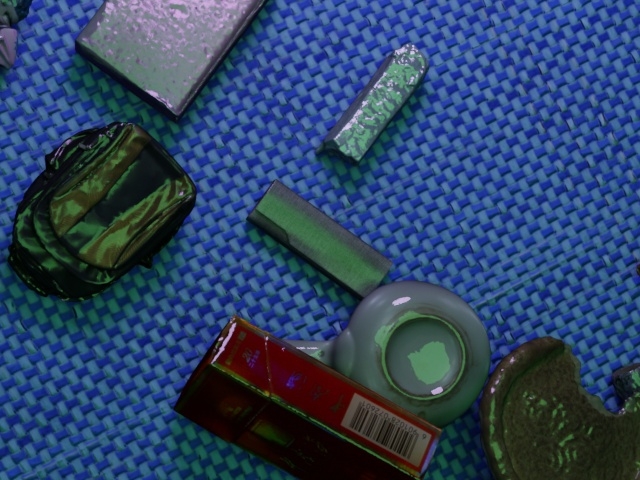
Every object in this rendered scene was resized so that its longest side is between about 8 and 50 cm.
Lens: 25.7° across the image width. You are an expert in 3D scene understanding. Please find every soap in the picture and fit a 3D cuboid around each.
[{"bbox_3d":[-0.196,-0.314,1.941,0.181,0.081,0.259,35,80,-4],"label":"soap"}]

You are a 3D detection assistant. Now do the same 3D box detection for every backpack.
[{"bbox_3d":[-0.304,-0.032,1.876,0.258,0.133,0.206,-44,102,-5],"label":"backpack"}]

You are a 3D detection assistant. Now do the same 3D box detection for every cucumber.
[{"bbox_3d":[0.468,0.228,2.023,0.064,0.064,0.112,-38,90,-12],"label":"cucumber"}]

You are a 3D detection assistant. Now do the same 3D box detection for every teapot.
[{"bbox_3d":[0.071,0.142,1.911,0.318,0.149,0.220,26,83,-6],"label":"teapot"}]

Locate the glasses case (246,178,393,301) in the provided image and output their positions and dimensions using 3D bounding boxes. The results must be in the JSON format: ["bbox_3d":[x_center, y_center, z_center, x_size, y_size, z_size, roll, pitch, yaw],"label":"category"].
[{"bbox_3d":[0.000,0.000,1.963,0.205,0.047,0.071,36,80,-6],"label":"glasses case"}]

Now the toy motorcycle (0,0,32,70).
[{"bbox_3d":[-0.482,-0.306,1.879,0.204,0.108,0.239,-41,117,-7],"label":"toy motorcycle"}]

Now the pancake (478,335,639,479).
[{"bbox_3d":[0.350,0.265,1.921,0.286,0.033,0.288,-22,92,-24],"label":"pancake"}]

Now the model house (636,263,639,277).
[{"bbox_3d":[0.622,0.075,2.028,0.181,0.176,0.248,-47,110,-12],"label":"model house"}]

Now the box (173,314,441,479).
[{"bbox_3d":[-0.022,0.238,1.850,0.313,0.197,0.089,30,60,-5],"label":"box"}]

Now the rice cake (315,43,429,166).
[{"bbox_3d":[0.080,-0.190,1.987,0.063,0.069,0.206,38,78,-5],"label":"rice cake"}]
